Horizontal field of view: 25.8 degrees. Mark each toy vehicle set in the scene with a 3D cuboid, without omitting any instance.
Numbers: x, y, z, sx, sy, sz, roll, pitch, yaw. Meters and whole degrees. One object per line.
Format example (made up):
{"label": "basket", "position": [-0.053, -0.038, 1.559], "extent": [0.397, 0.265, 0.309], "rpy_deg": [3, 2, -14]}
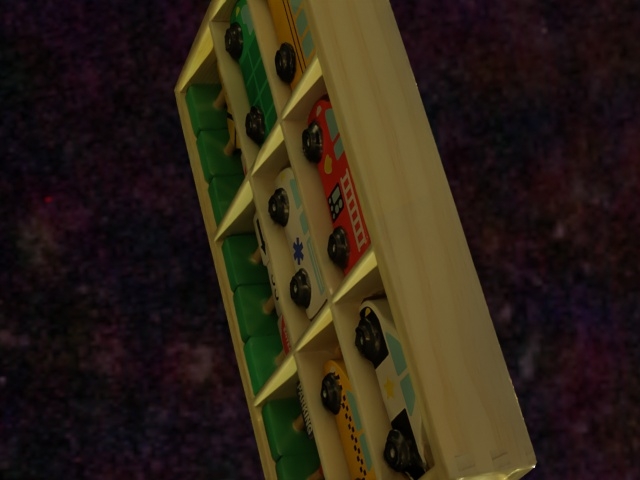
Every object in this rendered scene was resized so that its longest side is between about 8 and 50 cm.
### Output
{"label": "toy vehicle set", "position": [0.000, 0.000, 0.587], "extent": [0.035, 0.166, 0.267], "rpy_deg": [-4, 62, -23]}
